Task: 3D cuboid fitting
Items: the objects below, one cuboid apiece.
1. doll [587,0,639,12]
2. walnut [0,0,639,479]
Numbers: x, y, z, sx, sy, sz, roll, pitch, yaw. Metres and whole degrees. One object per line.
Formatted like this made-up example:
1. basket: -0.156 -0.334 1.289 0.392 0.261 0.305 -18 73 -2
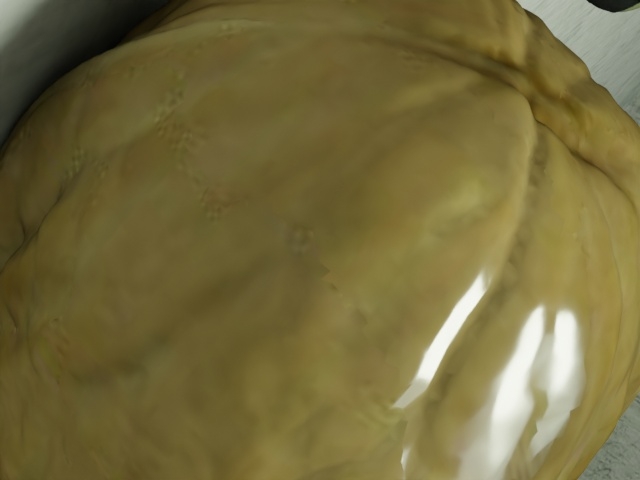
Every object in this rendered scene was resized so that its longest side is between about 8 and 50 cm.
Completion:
1. doll: 0.226 -0.212 1.062 0.089 0.102 0.179 10 143 -27
2. walnut: -0.007 0.026 0.540 0.225 0.225 0.261 -39 174 -46
